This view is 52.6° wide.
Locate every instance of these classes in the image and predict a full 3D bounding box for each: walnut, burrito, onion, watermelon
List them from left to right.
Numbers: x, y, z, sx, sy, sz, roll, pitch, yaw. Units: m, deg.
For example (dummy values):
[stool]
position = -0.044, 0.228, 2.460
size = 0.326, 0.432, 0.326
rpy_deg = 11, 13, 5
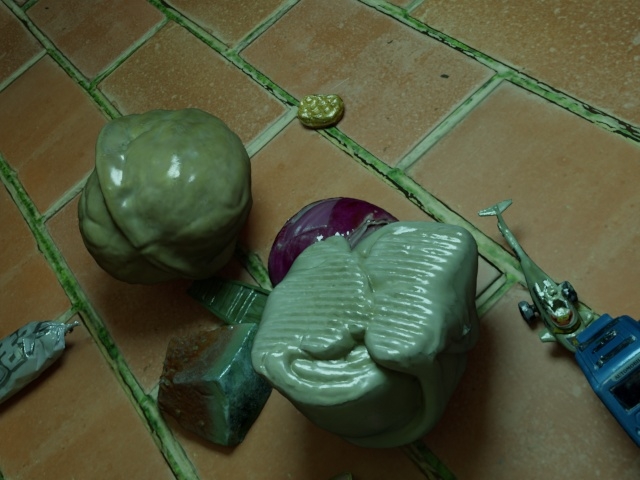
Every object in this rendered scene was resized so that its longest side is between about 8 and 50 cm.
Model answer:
[burrito]
position = -0.690, 0.284, 1.378
size = 0.446, 0.101, 0.139
rpy_deg = -35, 47, 3
[walnut]
position = -0.297, -0.090, 1.276
size = 0.382, 0.381, 0.381
rpy_deg = -12, 56, 18
[watermelon]
position = -0.223, 0.248, 1.191
size = 0.257, 0.139, 0.192
rpy_deg = 3, 53, 35
[onion]
position = 0.000, 0.000, 1.239
size = 0.248, 0.111, 0.250
rpy_deg = 28, 76, 33

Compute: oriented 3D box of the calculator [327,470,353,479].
[calculator]
position = -0.006, 0.477, 0.987
size = 0.236, 0.033, 0.157
rpy_deg = -41, 53, -1

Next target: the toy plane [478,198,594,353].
[toy plane]
position = 0.346, 0.058, 1.045
size = 0.092, 0.108, 0.286
rpy_deg = -27, 50, 8

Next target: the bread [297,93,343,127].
[bread]
position = -0.001, -0.294, 1.464
size = 0.111, 0.044, 0.083
rpy_deg = 3, 63, 23

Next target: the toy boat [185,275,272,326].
[toy boat]
position = -0.133, 0.132, 1.247
size = 0.293, 0.055, 0.093
rpy_deg = 18, 69, 32

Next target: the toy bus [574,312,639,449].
[toy bus]
position = 0.411, 0.175, 0.837
size = 0.113, 0.246, 0.134
rpy_deg = -44, 80, 13

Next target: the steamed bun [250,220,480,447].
[steamed bun]
position = 0.084, 0.159, 1.009
size = 0.343, 0.255, 0.367
rpy_deg = -2, 35, 30
